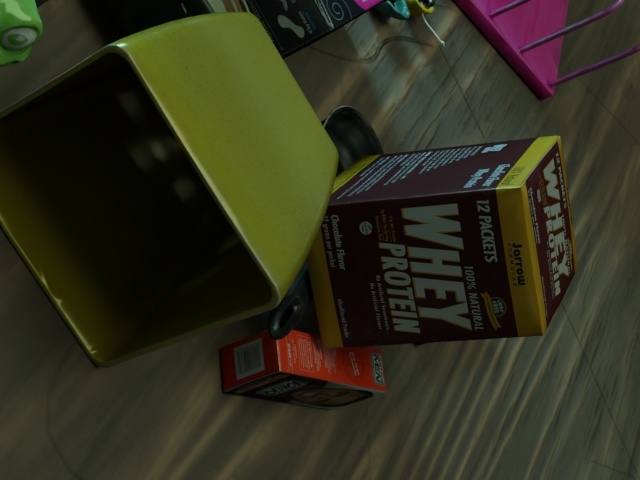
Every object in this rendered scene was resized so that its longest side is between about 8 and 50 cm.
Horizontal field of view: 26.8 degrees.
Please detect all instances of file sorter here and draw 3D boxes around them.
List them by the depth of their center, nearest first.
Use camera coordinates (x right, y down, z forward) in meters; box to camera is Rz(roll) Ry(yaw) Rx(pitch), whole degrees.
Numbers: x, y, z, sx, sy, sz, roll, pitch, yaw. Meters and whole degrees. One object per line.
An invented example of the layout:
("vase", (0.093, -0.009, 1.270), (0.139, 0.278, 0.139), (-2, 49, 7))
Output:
("file sorter", (0.283, -0.368, 1.693), (0.290, 0.182, 0.202), (43, 45, -29))

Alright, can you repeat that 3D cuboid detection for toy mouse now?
("toy mouse", (0.074, -0.303, 1.532), (0.143, 0.031, 0.161), (9, 66, -49))

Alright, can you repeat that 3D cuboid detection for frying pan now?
("frying pan", (0.011, 0.018, 1.252), (0.197, 0.053, 0.326), (61, 34, -41))

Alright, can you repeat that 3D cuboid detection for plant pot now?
("plant pot", (-0.111, -0.058, 1.038), (0.212, 0.212, 0.187), (58, 40, -12))

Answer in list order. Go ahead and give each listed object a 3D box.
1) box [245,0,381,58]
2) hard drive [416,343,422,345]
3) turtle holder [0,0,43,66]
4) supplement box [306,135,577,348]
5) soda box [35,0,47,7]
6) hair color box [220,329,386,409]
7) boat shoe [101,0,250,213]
("box", (-0.020, -0.281, 1.320), (0.163, 0.142, 0.247), (60, 37, -8))
("hard drive", (0.127, 0.048, 1.432), (0.135, 0.022, 0.094), (-21, 89, -52))
("turtle holder", (-0.316, -0.273, 0.882), (0.243, 0.227, 0.320), (8, 72, -52))
("supplement box", (0.110, -0.001, 1.184), (0.191, 0.194, 0.129), (-41, 123, -64))
("soda box", (-0.205, -0.238, 1.051), (0.053, 0.169, 0.060), (25, 55, -42))
("hair color box", (-0.013, 0.115, 1.190), (0.141, 0.072, 0.043), (15, 60, -45))
("boat shoe", (-0.099, -0.167, 1.188), (0.120, 0.122, 0.324), (-34, 106, -63))
